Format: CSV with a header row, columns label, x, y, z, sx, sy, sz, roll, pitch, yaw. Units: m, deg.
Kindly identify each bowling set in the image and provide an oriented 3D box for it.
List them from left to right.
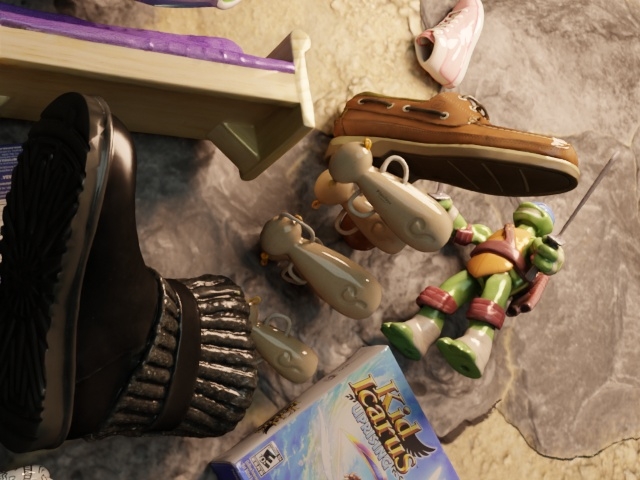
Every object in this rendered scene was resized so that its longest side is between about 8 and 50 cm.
label,x,y,z,sx,sy,sz,roll,pitch,yaw
bowling set,0.000,0.000,1.266,0.154,0.200,0.287,39,106,-16

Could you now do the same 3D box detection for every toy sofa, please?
label,x,y,z,sx,sy,sz,roll,pitch,yaw
toy sofa,-0.196,-0.179,1.137,0.362,0.150,0.177,4,67,-32

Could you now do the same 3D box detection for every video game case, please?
label,x,y,z,sx,sy,sz,roll,pitch,yaw
video game case,0.042,0.296,1.279,0.244,0.061,0.270,-34,100,-33

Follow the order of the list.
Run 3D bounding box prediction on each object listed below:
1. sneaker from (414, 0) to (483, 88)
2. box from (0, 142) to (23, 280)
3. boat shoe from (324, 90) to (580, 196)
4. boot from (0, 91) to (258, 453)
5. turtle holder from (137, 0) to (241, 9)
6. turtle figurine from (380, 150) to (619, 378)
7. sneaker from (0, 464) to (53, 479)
label,x,y,z,sx,sy,sz,roll,pitch,yaw
sneaker,0.166,-0.271,1.461,0.070,0.051,0.134,27,72,-31
box,-0.334,0.022,1.102,0.136,0.036,0.225,-9,84,-33
boat shoe,0.150,-0.122,1.286,0.111,0.307,0.105,48,55,-58
boot,-0.171,0.037,1.089,0.260,0.131,0.348,0,108,-42
turtle holder,-0.153,-0.342,1.161,0.227,0.320,0.243,39,78,1
turtle figurine,0.186,0.010,1.344,0.197,0.275,0.266,30,67,13
sneaker,-0.352,0.304,1.021,0.270,0.090,0.145,-22,67,-15
